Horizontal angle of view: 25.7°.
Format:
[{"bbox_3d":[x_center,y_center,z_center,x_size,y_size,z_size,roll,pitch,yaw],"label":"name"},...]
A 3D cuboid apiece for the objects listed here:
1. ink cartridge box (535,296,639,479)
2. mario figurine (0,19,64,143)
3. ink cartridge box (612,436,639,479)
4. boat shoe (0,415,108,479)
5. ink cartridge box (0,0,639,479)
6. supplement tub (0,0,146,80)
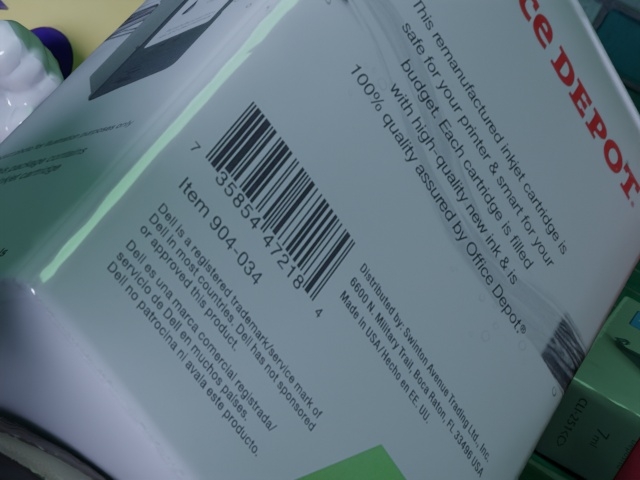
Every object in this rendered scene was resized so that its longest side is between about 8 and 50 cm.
[{"bbox_3d":[0.308,0.156,1.050,0.261,0.066,0.296,31,18,13],"label":"ink cartridge box"},{"bbox_3d":[-0.212,-0.017,0.561,0.320,0.198,0.170,21,3,-8],"label":"mario figurine"},{"bbox_3d":[0.231,0.116,0.630,0.272,0.309,0.130,16,21,-34],"label":"ink cartridge box"},{"bbox_3d":[-0.079,0.149,0.374,0.355,0.132,0.130,28,17,5],"label":"boat shoe"},{"bbox_3d":[0.000,0.000,0.521,0.198,0.115,0.273,56,50,-24],"label":"ink cartridge box"},{"bbox_3d":[-0.103,-0.066,0.769,0.331,0.241,0.241,31,17,11],"label":"supplement tub"}]
